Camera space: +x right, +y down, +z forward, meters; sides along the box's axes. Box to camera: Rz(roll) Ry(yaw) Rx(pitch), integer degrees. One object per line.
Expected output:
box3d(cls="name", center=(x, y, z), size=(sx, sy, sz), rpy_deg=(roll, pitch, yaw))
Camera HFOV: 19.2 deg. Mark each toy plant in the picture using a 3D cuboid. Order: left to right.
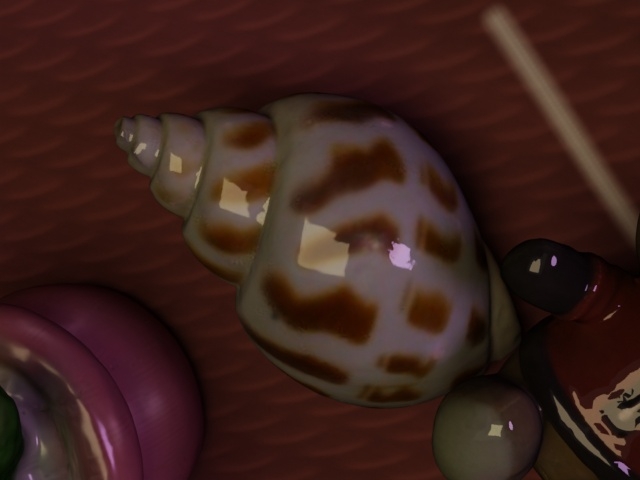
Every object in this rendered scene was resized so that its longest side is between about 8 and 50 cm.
box3d(cls="toy plant", center=(-0.199, 0.163, 1.193), size=(0.317, 0.356, 0.211), rpy_deg=(39, 107, 9))

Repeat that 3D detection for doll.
box3d(cls="doll", center=(0.229, 0.062, 1.093), size=(0.330, 0.174, 0.235), rpy_deg=(-41, 84, 21))

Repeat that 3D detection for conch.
box3d(cls="conch", center=(0.000, 0.000, 1.175), size=(0.275, 0.149, 0.183), rpy_deg=(38, 110, 6))
